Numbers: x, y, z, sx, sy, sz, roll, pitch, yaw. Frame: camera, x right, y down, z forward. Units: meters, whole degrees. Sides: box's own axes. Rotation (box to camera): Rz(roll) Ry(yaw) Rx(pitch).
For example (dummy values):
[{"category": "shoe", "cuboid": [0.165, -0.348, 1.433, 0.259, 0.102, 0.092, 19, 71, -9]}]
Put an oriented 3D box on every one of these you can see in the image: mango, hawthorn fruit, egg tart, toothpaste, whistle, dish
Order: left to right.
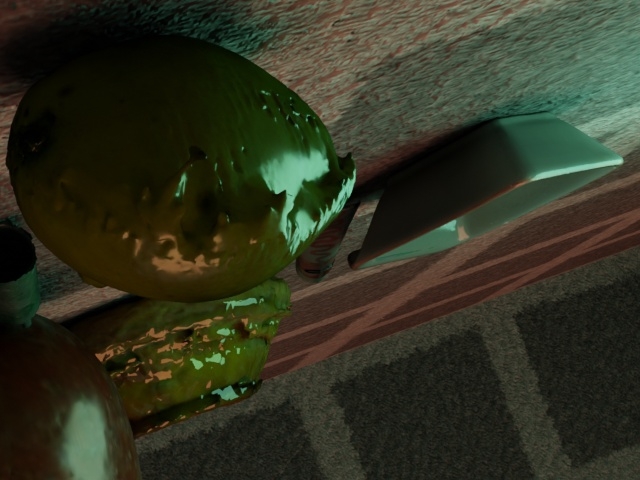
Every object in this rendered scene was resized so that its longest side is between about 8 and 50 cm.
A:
[{"category": "hawthorn fruit", "cuboid": [-0.267, 0.181, 0.950, 0.284, 0.284, 0.284, -20, 172, -3]}, {"category": "whistle", "cuboid": [-0.199, 0.026, 0.838, 0.039, 0.039, 0.186, -19, 172, -14]}, {"category": "egg tart", "cuboid": [-0.155, 0.126, 1.295, 0.294, 0.123, 0.294, -19, 171, -3]}, {"category": "mango", "cuboid": [-0.055, -0.027, 0.557, 0.100, 0.119, 0.178, -41, 161, 29]}, {"category": "toothpaste", "cuboid": [0.000, 0.000, 1.174, 0.056, 0.036, 0.205, -18, 168, -8]}, {"category": "dish", "cuboid": [0.116, -0.040, 1.081, 0.154, 0.064, 0.234, -12, 167, -48]}]
